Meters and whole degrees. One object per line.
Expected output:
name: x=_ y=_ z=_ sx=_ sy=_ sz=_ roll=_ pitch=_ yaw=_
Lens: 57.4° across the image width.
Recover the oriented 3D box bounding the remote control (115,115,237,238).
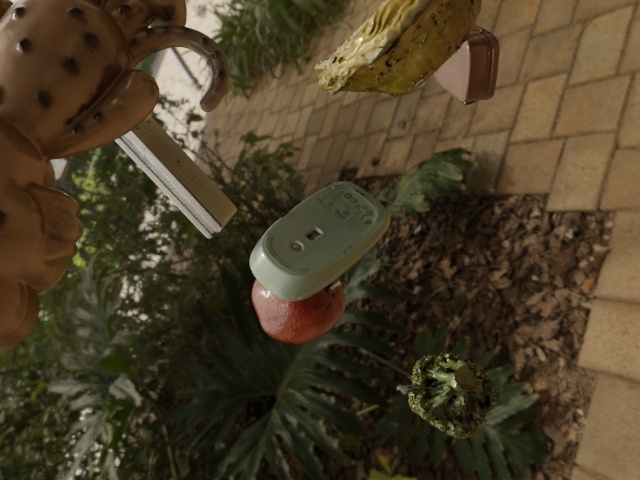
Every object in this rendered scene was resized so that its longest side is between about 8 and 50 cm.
remote control: x=-0.298 y=-0.132 z=1.222 sx=0.055 sy=0.277 sz=0.103 roll=-37 pitch=13 yaw=24

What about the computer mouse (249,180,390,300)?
computer mouse: x=-0.001 y=0.004 z=1.109 sx=0.288 sy=0.159 sz=0.097 roll=-37 pitch=-27 yaw=-30

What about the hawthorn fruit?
hawthorn fruit: x=-0.026 y=0.112 z=1.192 sx=0.225 sy=0.197 sz=0.196 roll=-23 pitch=49 yaw=46

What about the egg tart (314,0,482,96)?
egg tart: x=0.137 y=-0.324 z=0.894 sx=0.341 sy=0.132 sz=0.341 roll=-44 pitch=14 yaw=14

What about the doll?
doll: x=-0.182 y=-0.066 z=0.363 sx=0.278 sy=0.154 sz=0.119 roll=-54 pitch=-3 yaw=-17

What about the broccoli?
broccoli: x=0.195 y=0.224 z=0.867 sx=0.131 sy=0.130 sz=0.120 roll=51 pitch=153 yaw=20

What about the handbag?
handbag: x=0.298 y=-0.369 z=1.216 sx=0.193 sy=0.072 sz=0.151 roll=-116 pitch=16 yaw=-58
